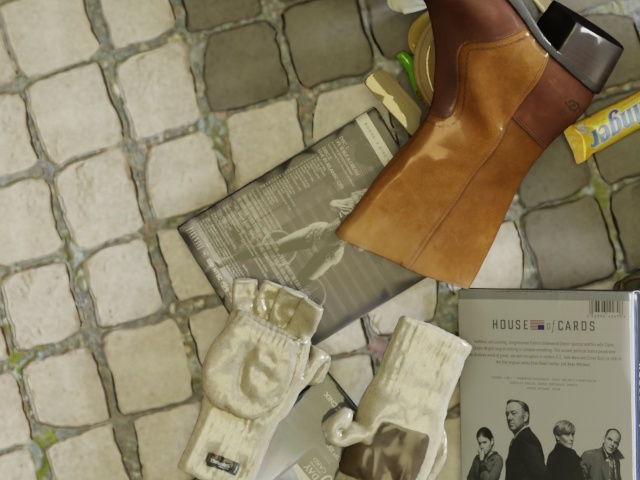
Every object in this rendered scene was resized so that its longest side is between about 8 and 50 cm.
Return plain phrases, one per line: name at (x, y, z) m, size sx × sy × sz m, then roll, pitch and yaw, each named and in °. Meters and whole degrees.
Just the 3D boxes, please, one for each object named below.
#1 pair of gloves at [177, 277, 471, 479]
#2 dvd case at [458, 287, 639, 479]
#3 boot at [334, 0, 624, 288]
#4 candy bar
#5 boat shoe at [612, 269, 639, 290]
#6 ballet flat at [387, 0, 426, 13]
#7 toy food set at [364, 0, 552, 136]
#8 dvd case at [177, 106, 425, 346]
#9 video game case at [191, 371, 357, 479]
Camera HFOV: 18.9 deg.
pair of gloves at (0.005, 0.154, 1.785) m, size 0.240 × 0.042 × 0.204 m, roll 15°, pitch 95°, yaw 2°
dvd case at (0.212, 0.164, 1.773) m, size 0.179 × 0.029 × 0.238 m, roll 0°, pitch 92°, yaw 31°
boot at (0.095, -0.119, 1.727) m, size 0.264 × 0.096 × 0.280 m, roll 26°, pitch 107°, yaw -28°
candy bar at (0.305, -0.126, 1.811) m, size 0.161 × 0.018 × 0.040 m, roll -27°, pitch 92°, yaw 2°
boat shoe at (0.362, 0.163, 1.783) m, size 0.109 × 0.091 × 0.305 m, roll -26°, pitch 94°, yaw -36°
ballet flat at (0.055, -0.266, 1.778) m, size 0.280 × 0.095 × 0.096 m, roll 15°, pitch 102°, yaw 10°
toy food set at (0.144, -0.168, 1.806) m, size 0.192 × 0.038 × 0.132 m, roll -41°, pitch 97°, yaw -6°
dvd case at (0.000, 0.000, 1.815) m, size 0.221 × 0.018 × 0.164 m, roll -32°, pitch 91°, yaw 1°
video game case at (-0.038, 0.285, 1.821) m, size 0.274 × 0.026 × 0.196 m, roll -39°, pitch 91°, yaw 0°
